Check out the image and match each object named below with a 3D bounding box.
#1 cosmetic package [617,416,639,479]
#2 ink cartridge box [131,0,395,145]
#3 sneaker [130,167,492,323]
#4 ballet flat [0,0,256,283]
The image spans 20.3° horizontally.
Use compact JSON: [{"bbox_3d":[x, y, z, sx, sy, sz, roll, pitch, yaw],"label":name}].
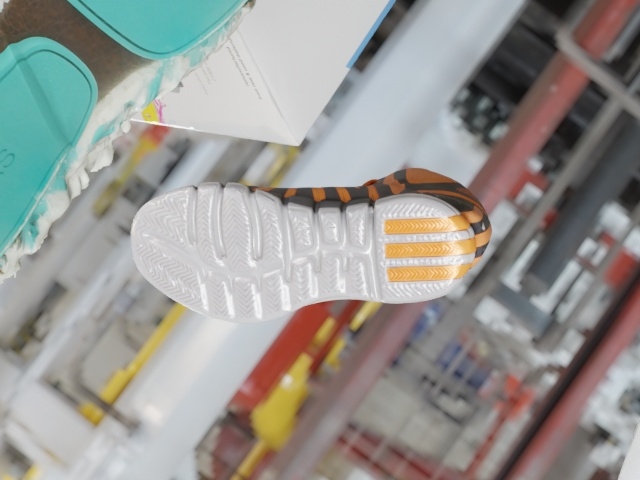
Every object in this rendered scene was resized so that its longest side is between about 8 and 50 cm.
[{"bbox_3d":[0.436,0.273,1.362,0.284,0.097,0.377,0,-144,-21],"label":"cosmetic package"},{"bbox_3d":[-0.114,-0.229,1.527,0.270,0.198,0.197,11,145,35],"label":"ink cartridge box"},{"bbox_3d":[0.000,0.000,1.622,0.321,0.125,0.180,3,-169,15],"label":"sneaker"},{"bbox_3d":[-0.173,-0.116,1.148,0.147,0.409,0.147,29,151,18],"label":"ballet flat"}]
